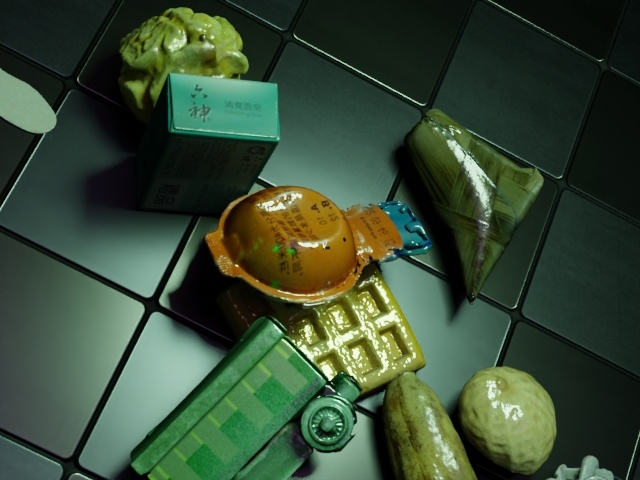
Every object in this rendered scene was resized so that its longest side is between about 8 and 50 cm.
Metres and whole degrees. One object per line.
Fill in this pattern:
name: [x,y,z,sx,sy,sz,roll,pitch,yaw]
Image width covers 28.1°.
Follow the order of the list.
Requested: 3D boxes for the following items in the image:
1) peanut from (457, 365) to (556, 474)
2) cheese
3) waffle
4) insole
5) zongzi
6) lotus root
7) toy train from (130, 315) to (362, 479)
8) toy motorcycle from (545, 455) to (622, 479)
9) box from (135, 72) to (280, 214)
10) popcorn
peanut: [0.268,0.251,1.822,0.159,0.109,0.140,42,34,-11]
cheese: [0.000,0.000,1.759,0.329,0.129,0.217,-9,51,-30]
waffle: [0.005,0.127,1.814,0.248,0.055,0.221,-23,78,-25]
insole: [-0.460,-0.219,1.821,0.197,0.004,0.065,38,63,-1]
zongzi: [0.193,-0.054,1.917,0.221,0.112,0.242,35,64,-5]
lotus root: [0.149,0.310,1.765,0.097,0.110,0.258,8,55,-62]
toy train: [-0.092,0.255,1.663,0.202,0.120,0.301,44,82,2]
toy motorcycle: [0.310,0.379,1.772,0.260,0.171,0.110,-31,124,-46]
box: [-0.159,-0.126,1.752,0.153,0.245,0.092,5,65,-18]
popcorn: [-0.194,-0.239,1.826,0.187,0.167,0.185,-5,102,1]
